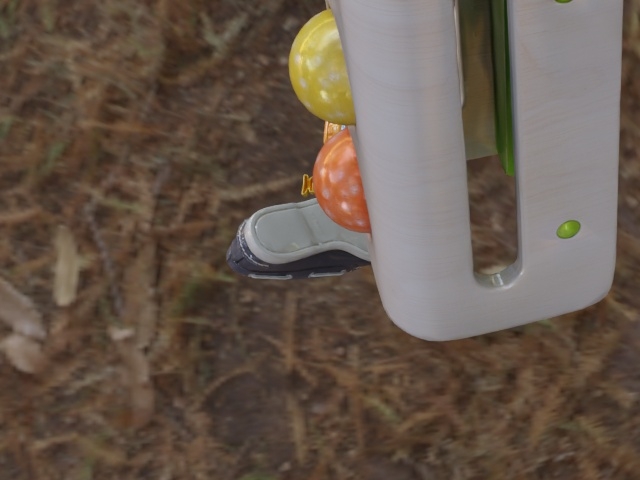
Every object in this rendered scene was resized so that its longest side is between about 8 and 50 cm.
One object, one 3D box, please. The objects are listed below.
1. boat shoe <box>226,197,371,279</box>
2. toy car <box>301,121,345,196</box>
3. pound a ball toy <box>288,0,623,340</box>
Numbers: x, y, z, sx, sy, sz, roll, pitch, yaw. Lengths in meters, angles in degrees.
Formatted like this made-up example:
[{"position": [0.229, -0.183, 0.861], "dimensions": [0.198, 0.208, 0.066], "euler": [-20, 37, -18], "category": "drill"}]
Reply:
[{"position": [0.000, 0.000, 1.566], "dimensions": [0.065, 0.206, 0.075], "euler": [-39, 65, 44], "category": "boat shoe"}, {"position": [0.021, -0.072, 1.627], "dimensions": [0.040, 0.060, 0.122], "euler": [-10, 40, 24], "category": "toy car"}, {"position": [0.048, -0.101, 0.787], "dimensions": [0.135, 0.319, 0.208], "euler": [-12, 50, -3], "category": "pound a ball toy"}]
